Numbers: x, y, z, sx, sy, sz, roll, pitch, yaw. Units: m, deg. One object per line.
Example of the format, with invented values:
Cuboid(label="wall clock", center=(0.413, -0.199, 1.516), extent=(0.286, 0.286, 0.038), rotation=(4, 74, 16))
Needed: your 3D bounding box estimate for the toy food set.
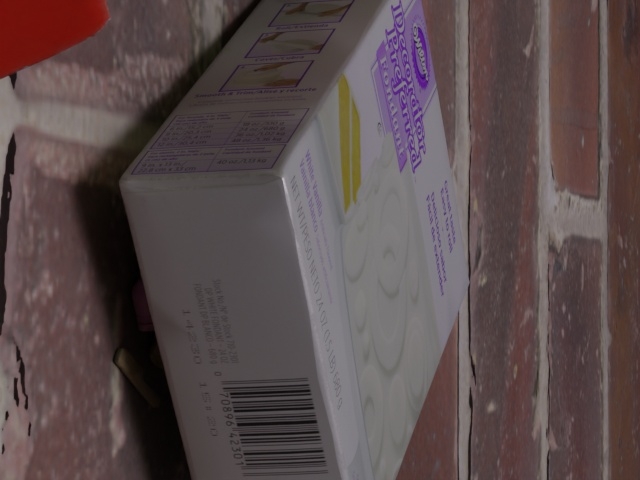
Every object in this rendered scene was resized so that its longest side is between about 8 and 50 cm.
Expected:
Cuboid(label="toy food set", center=(-0.081, 0.028, 1.062), extent=(0.078, 0.019, 0.122), rotation=(59, 37, -51))

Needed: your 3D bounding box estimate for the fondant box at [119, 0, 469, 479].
Cuboid(label="fondant box", center=(0.000, 0.000, 1.134), extent=(0.330, 0.096, 0.238), rotation=(-63, 146, -60))

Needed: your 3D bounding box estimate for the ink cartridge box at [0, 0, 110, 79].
Cuboid(label="ink cartridge box", center=(-0.241, -0.040, 0.231), extent=(0.091, 0.385, 0.308), rotation=(59, -6, 48))
